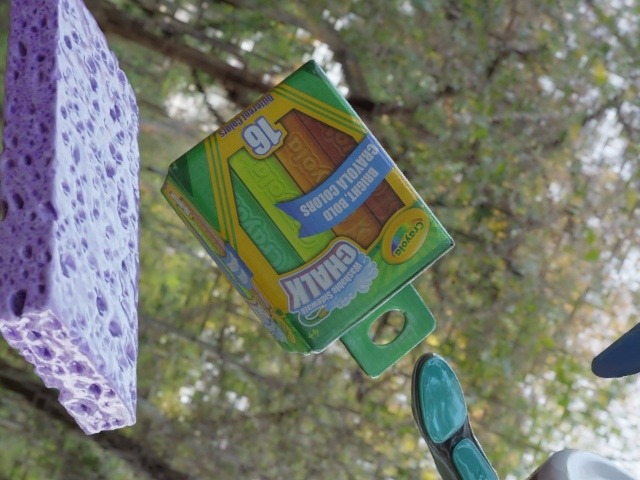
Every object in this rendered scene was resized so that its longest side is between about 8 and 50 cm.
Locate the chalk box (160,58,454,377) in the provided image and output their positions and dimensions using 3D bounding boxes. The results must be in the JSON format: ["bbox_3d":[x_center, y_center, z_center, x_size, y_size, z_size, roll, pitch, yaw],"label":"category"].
[{"bbox_3d":[0.000,0.000,1.286,0.180,0.289,0.179,-39,-178,-10],"label":"chalk box"}]

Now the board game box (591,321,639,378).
[{"bbox_3d":[0.395,0.122,1.492,0.169,0.033,0.133,-35,-170,-15],"label":"board game box"}]

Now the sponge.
[{"bbox_3d":[-0.123,-0.024,0.649,0.117,0.031,0.210,67,14,-54],"label":"sponge"}]

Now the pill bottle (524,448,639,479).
[{"bbox_3d":[0.126,0.276,0.855,0.264,0.153,0.153,-50,-158,19],"label":"pill bottle"}]

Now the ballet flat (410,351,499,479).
[{"bbox_3d":[0.141,0.225,1.497,0.072,0.213,0.068,-34,-163,-29],"label":"ballet flat"}]
